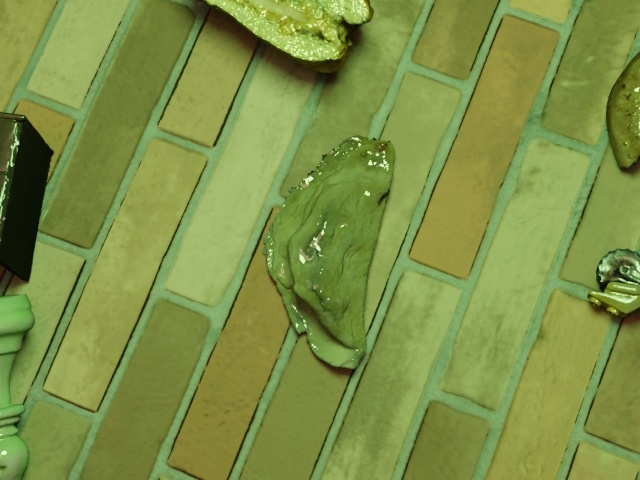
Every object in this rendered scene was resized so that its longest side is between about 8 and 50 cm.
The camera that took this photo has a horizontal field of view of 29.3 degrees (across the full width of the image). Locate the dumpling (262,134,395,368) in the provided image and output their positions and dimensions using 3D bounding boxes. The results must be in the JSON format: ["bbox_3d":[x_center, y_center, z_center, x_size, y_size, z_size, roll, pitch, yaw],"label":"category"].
[{"bbox_3d":[0.003,-0.001,1.659,0.166,0.086,0.332,8,73,2],"label":"dumpling"}]

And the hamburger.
[{"bbox_3d":[-0.050,-0.343,1.703,0.283,0.156,0.144,33,100,15],"label":"hamburger"}]

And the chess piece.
[{"bbox_3d":[-0.432,0.212,1.617,0.139,0.139,0.271,-9,87,0],"label":"chess piece"}]

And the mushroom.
[{"bbox_3d":[0.452,-0.201,1.690,0.094,0.072,0.209,36,81,19],"label":"mushroom"}]

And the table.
[{"bbox_3d":[-0.475,-0.063,1.646,0.169,0.172,0.193,7,77,4],"label":"table"}]

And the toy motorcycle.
[{"bbox_3d":[0.456,0.106,1.608,0.229,0.094,0.129,29,82,14],"label":"toy motorcycle"}]
